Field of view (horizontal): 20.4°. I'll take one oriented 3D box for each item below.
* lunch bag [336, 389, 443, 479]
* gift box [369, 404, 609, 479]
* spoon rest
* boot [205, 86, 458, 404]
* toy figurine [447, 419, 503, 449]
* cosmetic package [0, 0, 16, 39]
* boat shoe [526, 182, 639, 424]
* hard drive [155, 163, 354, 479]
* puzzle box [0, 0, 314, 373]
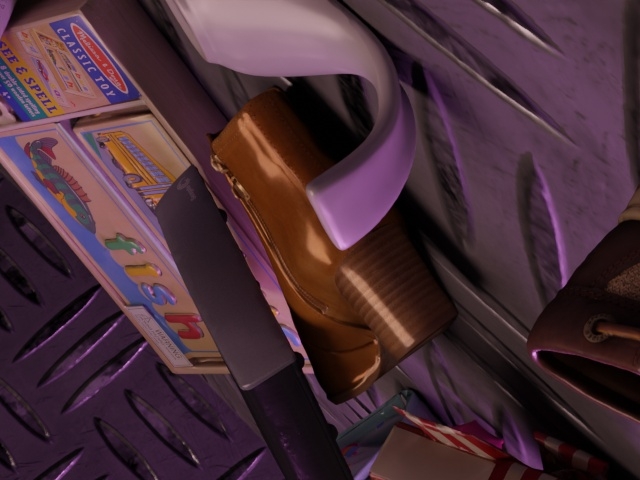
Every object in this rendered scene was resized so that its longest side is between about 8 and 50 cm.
[{"bbox_3d":[0.060,0.295,1.633,0.223,0.262,0.160,51,154,-10],"label":"lunch bag"},{"bbox_3d":[0.118,0.279,1.290,0.276,0.258,0.255,21,158,25],"label":"gift box"},{"bbox_3d":[-0.023,-0.114,1.012,0.276,0.084,0.137,57,176,39],"label":"spoon rest"},{"bbox_3d":[-0.001,0.000,1.279,0.211,0.104,0.295,53,167,6],"label":"boot"},{"bbox_3d":[0.143,0.224,1.525,0.173,0.130,0.159,-75,-39,-73],"label":"toy figurine"},{"bbox_3d":[-0.316,-0.185,1.447,0.085,0.231,0.117,15,-165,-38],"label":"cosmetic package"},{"bbox_3d":[0.208,0.093,0.646,0.342,0.123,0.123,39,167,40],"label":"boat shoe"},{"bbox_3d":[-0.055,0.071,1.370,0.255,0.054,0.172,59,174,49],"label":"hard drive"},{"bbox_3d":[-0.149,-0.039,1.551,0.272,0.052,0.409,-6,129,48],"label":"puzzle box"}]
